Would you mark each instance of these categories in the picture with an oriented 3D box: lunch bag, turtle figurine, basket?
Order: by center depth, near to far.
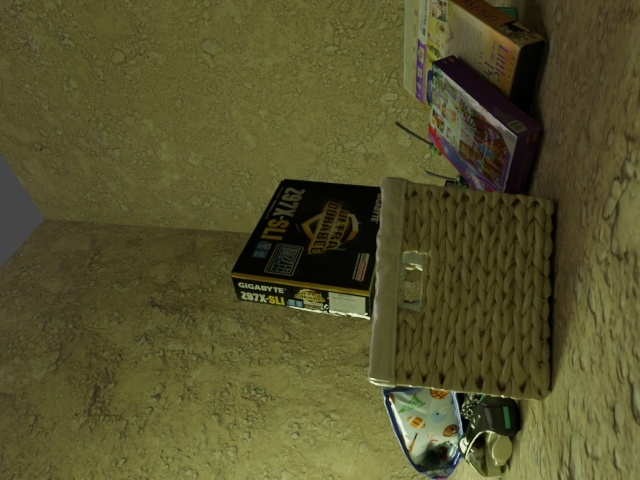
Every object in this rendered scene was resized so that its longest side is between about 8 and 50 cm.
[{"bbox_3d":[0.234,0.086,0.843,0.331,0.266,0.329,32,-118,-75],"label":"basket"},{"bbox_3d":[0.347,-0.172,1.208,0.198,0.274,0.266,77,-174,-50],"label":"turtle figurine"},{"bbox_3d":[0.314,0.470,1.449,0.328,0.238,0.386,-84,-21,-63],"label":"lunch bag"}]

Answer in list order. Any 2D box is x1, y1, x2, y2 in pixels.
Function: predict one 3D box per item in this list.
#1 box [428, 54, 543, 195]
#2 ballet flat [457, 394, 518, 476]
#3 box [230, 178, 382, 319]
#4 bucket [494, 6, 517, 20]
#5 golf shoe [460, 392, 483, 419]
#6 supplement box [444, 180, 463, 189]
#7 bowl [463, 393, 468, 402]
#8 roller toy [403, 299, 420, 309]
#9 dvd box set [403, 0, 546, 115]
[{"bbox_3d":[0.319,-0.220,0.977,0.201,0.057,0.293,80,167,-50],"label":"box"},{"bbox_3d":[0.324,0.399,0.929,0.096,0.095,0.281,-90,-6,-45],"label":"ballet flat"},{"bbox_3d":[0.000,0.000,0.954,0.322,0.257,0.079,-69,-21,-47],"label":"box"},{"bbox_3d":[0.419,-0.499,1.298,0.281,0.183,0.281,5,-90,-77],"label":"bucket"},{"bbox_3d":[0.382,0.360,1.112,0.198,0.077,0.094,89,-157,-49],"label":"golf shoe"},{"bbox_3d":[0.390,-0.077,1.441,0.104,0.080,0.188,82,-153,-64],"label":"supplement box"},{"bbox_3d":[0.425,0.387,1.298,0.142,0.053,0.142,-25,-62,-75],"label":"bowl"},{"bbox_3d":[0.244,0.248,1.243,0.191,0.146,0.209,-82,-4,-49],"label":"roller toy"},{"bbox_3d":[0.310,-0.385,1.063,0.308,0.062,0.420,79,167,-48],"label":"dvd box set"}]
